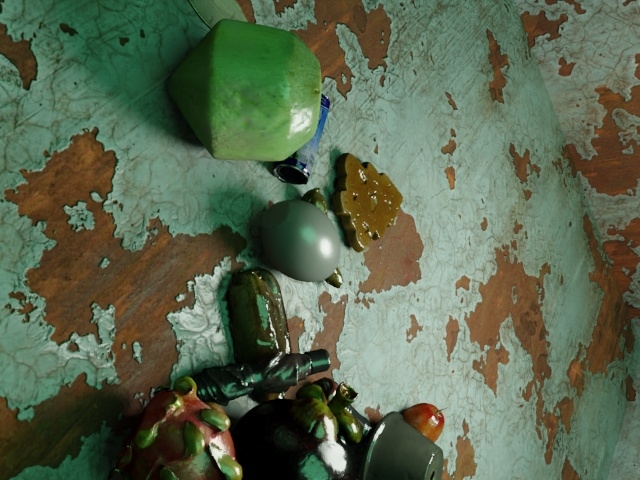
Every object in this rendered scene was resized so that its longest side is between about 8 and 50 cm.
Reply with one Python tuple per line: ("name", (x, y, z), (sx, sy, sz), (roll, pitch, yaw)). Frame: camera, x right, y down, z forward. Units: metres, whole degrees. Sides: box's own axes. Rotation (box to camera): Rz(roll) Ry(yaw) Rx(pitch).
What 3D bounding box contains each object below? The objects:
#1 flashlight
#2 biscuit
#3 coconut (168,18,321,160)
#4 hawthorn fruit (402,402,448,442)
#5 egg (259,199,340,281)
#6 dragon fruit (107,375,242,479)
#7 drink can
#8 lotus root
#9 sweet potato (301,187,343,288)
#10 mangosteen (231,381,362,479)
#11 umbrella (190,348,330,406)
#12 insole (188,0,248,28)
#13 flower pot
("flashlight", (0.055, 0.446, 1.666), (0.232, 0.093, 0.093), (52, 52, -37))
("biscuit", (0.138, -0.106, 1.836), (0.301, 0.043, 0.278), (-2, 85, -48))
("coconut", (-0.163, -0.319, 1.381), (0.328, 0.281, 0.328), (-1, 100, -6))
("hawthorn fruit", (0.304, 0.529, 1.887), (0.125, 0.125, 0.140), (9, 99, -46))
("egg", (-0.043, 0.007, 1.534), (0.232, 0.176, 0.176), (50, 52, -44))
("dragon fruit", (-0.266, 0.431, 1.241), (0.227, 0.243, 0.307), (-48, 160, -59))
("drink can", (-0.046, -0.262, 1.618), (0.097, 0.097, 0.235), (33, 63, -40))
("lotus root", (-0.122, 0.227, 1.499), (0.167, 0.078, 0.329), (-19, 99, -45))
("sweet potato", (0.000, 0.000, 1.659), (0.075, 0.075, 0.273), (-25, 107, -45))
("mangosteen", (-0.049, 0.470, 1.398), (0.313, 0.297, 0.297), (-40, 115, -45))
("umbrella", (-0.125, 0.298, 1.411), (0.326, 0.090, 0.094), (-7, 79, -23))
("insole", (-0.278, -0.584, 1.467), (0.348, 0.009, 0.119), (47, 55, -33))
("flower pot", (0.230, 0.610, 1.725), (0.269, 0.166, 0.269), (-20, 114, -54))
